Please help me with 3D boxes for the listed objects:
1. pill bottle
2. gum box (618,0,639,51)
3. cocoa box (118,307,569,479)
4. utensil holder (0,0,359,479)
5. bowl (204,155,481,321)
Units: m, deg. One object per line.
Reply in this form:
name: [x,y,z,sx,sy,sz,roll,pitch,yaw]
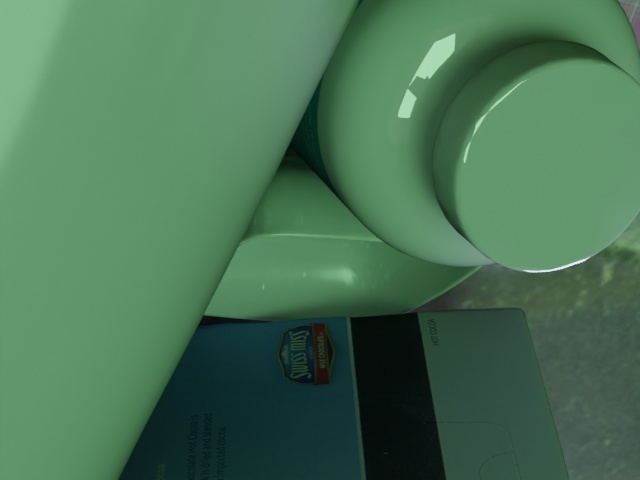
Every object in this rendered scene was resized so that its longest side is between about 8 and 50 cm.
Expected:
pill bottle: [0.048,-0.081,0.815,0.146,0.264,0.146,-9,117,-18]
gum box: [0.149,-0.166,0.935,0.107,0.062,0.188,-38,122,-1]
cocoa box: [0.009,0.213,0.869,0.228,0.347,0.231,-3,117,0]
utensil holder: [-0.196,-0.014,0.717,0.327,0.327,0.385,24,102,-30]
bowl: [0.000,0.000,0.930,0.142,0.142,0.053,6,68,-25]
